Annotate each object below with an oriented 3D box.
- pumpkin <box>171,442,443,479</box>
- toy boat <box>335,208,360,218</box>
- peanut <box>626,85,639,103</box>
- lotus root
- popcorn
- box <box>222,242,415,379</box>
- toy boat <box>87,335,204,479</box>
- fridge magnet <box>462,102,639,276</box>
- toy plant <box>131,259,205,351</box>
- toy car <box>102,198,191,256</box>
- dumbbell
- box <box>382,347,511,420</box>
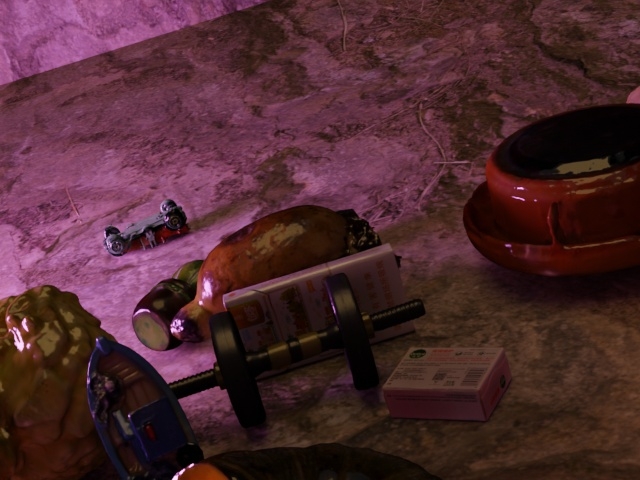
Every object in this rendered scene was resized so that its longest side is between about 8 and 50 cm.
[{"bbox_3d":[0.030,0.310,1.147,0.232,0.242,0.325,-1,28,-41],"label":"pumpkin"},{"bbox_3d":[0.000,0.000,2.009,0.140,0.059,0.066,-32,-2,-33],"label":"toy boat"},{"bbox_3d":[0.559,-0.186,1.954,0.257,0.123,0.123,8,34,44],"label":"peanut"},{"bbox_3d":[-0.054,0.049,1.789,0.314,0.169,0.141,-21,23,-1],"label":"lotus root"},{"bbox_3d":[-0.353,0.185,1.633,0.258,0.224,0.270,-24,35,0],"label":"popcorn"},{"bbox_3d":[-0.001,0.091,1.718,0.220,0.122,0.032,-17,23,0],"label":"box"},{"bbox_3d":[-0.194,0.205,1.491,0.100,0.223,0.097,-25,-11,-22],"label":"toy boat"},{"bbox_3d":[0.362,-0.070,1.783,0.364,0.155,0.363,-13,23,6],"label":"fridge magnet"},{"bbox_3d":[-0.186,0.083,1.899,0.093,0.093,0.162,2,31,37],"label":"toy plant"},{"bbox_3d":[-0.287,-0.015,2.234,0.143,0.054,0.073,-25,23,-8],"label":"toy car"},{"bbox_3d":[-0.031,0.131,1.625,0.325,0.143,0.143,-18,23,-2],"label":"dumbbell"},{"bbox_3d":[0.145,0.163,1.558,0.125,0.043,0.089,-2,28,32],"label":"box"}]
